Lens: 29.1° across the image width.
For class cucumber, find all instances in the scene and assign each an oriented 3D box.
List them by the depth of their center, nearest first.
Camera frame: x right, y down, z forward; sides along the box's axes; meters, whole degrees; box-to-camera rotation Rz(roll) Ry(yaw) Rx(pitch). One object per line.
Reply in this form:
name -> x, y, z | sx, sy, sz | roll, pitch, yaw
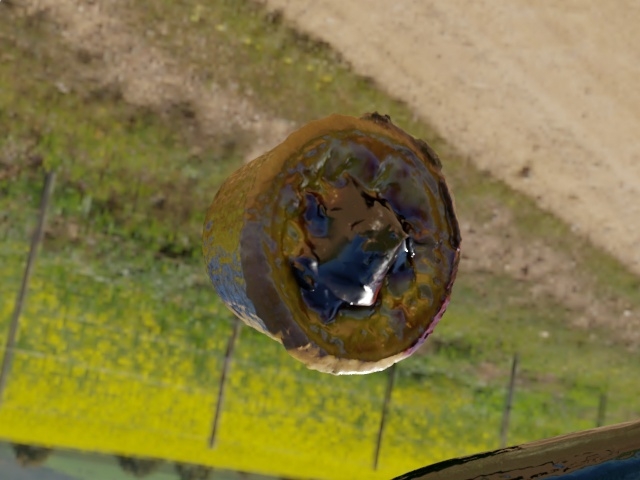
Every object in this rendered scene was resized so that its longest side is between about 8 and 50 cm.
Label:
cucumber -> 0.099, 0.154, 0.746 | 0.284, 0.056, 0.056 | -22, 158, 19

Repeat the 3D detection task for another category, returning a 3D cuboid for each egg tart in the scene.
egg tart -> 0.000, 0.000, 1.038 | 0.215, 0.215, 0.170 | 16, 174, -32
